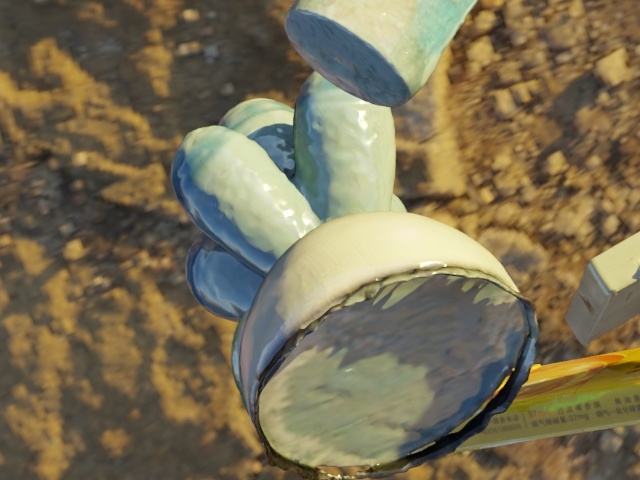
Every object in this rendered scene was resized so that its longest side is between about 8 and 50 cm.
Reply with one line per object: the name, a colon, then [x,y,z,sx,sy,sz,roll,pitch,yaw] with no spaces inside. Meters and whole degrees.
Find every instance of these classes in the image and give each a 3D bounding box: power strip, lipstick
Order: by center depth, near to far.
lipstick: [0.049,-0.114,0.571,0.048,0.048,0.158,31,73,13]
power strip: [0.311,0.045,1.892,0.106,0.367,0.043,-29,78,-3]

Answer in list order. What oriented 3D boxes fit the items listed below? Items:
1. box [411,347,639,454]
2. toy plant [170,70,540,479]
box: [0.210,0.128,1.536,0.269,0.152,0.043,-14,93,35]
toy plant: [0.000,0.000,1.462,0.247,0.247,0.332,-49,46,22]
